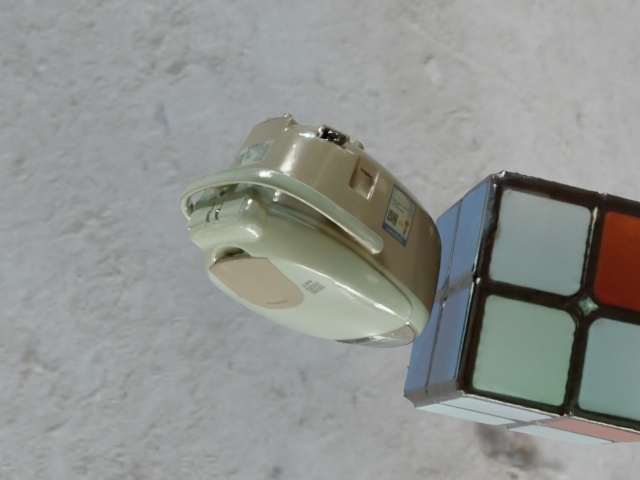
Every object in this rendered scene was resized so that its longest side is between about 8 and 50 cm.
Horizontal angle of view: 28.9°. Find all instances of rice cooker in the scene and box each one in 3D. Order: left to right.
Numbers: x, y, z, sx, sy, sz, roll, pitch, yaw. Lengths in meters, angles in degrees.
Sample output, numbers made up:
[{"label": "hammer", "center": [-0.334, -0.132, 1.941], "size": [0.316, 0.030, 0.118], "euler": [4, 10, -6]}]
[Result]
[{"label": "rice cooker", "center": [0.000, 0.000, 0.914], "size": [0.206, 0.145, 0.127], "euler": [42, 58, -29]}]

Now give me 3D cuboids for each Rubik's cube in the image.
[{"label": "Rubik's cube", "center": [0.183, 0.061, 1.004], "size": [0.180, 0.167, 0.183], "euler": [15, 78, -7]}]
